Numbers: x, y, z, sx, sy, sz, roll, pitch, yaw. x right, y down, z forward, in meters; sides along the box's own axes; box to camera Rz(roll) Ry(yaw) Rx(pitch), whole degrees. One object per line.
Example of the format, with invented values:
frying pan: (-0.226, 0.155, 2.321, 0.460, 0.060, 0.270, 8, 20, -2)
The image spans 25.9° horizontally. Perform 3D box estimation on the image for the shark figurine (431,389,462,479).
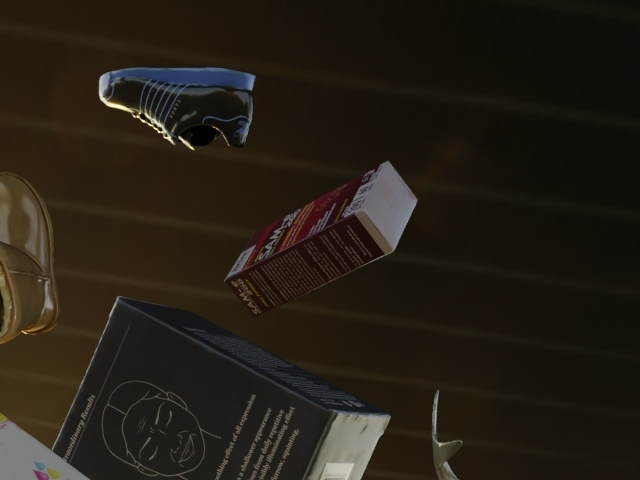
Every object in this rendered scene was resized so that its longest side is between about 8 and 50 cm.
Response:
shark figurine: (0.224, 0.308, 1.666, 0.278, 0.116, 0.166, 29, -57, -1)

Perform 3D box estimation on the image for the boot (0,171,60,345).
boot: (-0.398, 0.014, 1.745, 0.089, 0.236, 0.269, -19, -4, 0)

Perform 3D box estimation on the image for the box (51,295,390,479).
box: (-0.153, 0.299, 2.024, 0.396, 0.293, 0.212, 25, 3, 26)

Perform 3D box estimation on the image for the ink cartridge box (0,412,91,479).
ink cartridge box: (-0.320, 0.275, 1.208, 0.270, 0.198, 0.197, 32, -34, 17)

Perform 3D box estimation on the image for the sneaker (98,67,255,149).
sneaker: (-0.177, -0.155, 1.648, 0.232, 0.090, 0.081, 4, -3, 37)

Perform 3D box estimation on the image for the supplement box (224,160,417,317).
supplement box: (0.000, 0.000, 1.813, 0.239, 0.130, 0.073, -28, -71, 32)
